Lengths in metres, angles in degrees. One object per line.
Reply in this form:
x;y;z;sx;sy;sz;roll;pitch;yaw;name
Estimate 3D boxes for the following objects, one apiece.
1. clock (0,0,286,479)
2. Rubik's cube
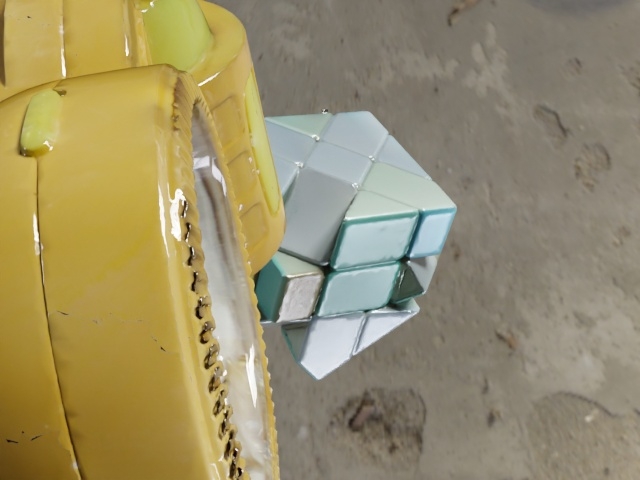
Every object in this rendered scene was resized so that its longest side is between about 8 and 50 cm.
-0.110;0.019;0.562;0.200;0.317;0.244;-15;128;1;clock
0.000;0.000;1.189;0.265;0.224;0.213;-7;130;-29;Rubik's cube
